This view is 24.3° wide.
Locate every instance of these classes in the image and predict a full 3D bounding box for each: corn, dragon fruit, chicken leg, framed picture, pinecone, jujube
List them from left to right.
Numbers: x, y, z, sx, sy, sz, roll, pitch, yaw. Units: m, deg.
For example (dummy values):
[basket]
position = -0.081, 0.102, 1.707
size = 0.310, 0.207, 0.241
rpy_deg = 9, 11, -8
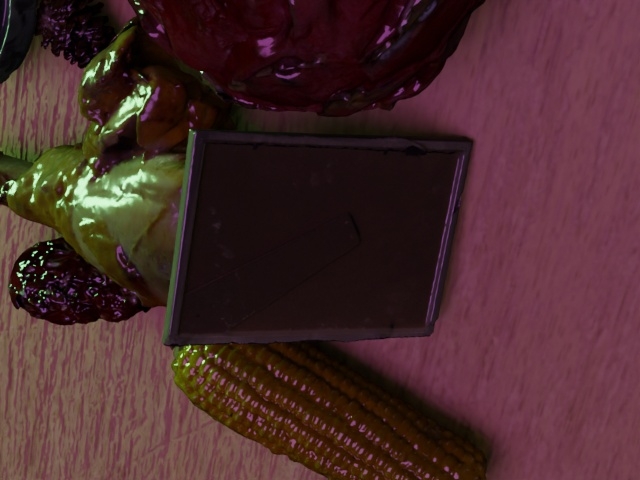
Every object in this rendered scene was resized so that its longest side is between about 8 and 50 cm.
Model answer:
[pinecone]
position = -0.241, -0.210, 1.461
size = 0.077, 0.077, 0.083
rpy_deg = -19, 137, 30
[jujube]
position = -0.247, 0.045, 1.574
size = 0.165, 0.104, 0.104
rpy_deg = 4, 116, 13
[chicken leg]
position = -0.194, -0.082, 1.457
size = 0.409, 0.182, 0.295
rpy_deg = 12, 123, 35
[dragon fruit]
position = -0.009, -0.252, 1.196
size = 0.329, 0.329, 0.329
rpy_deg = 10, 118, 20
[framed picture]
position = 0.000, 0.000, 1.353
size = 0.281, 0.019, 0.209
rpy_deg = 2, 111, -26
[corn]
position = 0.005, 0.180, 1.508
size = 0.363, 0.120, 0.120
rpy_deg = 29, 122, 9

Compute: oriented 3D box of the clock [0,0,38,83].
[clock]
position = -0.365, -0.249, 1.475
size = 0.215, 0.042, 0.215
rpy_deg = 9, 105, 36
